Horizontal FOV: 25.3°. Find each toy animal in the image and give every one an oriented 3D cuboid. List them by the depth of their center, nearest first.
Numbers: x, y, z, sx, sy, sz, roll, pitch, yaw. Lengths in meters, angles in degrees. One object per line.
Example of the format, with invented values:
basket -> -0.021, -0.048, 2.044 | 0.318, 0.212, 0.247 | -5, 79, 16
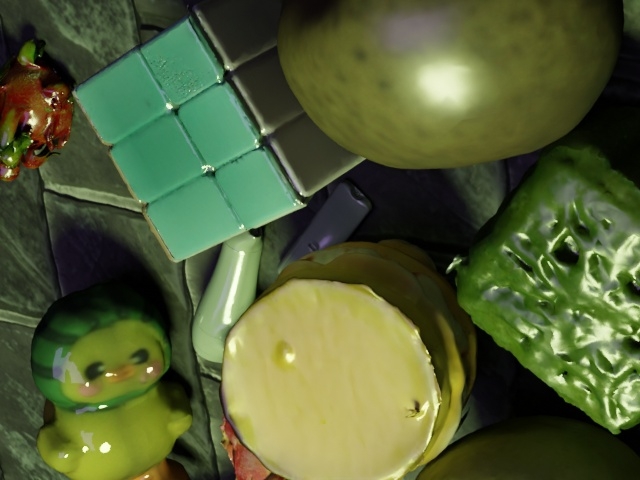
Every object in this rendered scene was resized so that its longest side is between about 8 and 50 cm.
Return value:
toy animal -> -0.292, 0.212, 1.934 | 0.191, 0.216, 0.338 | 34, 136, 56

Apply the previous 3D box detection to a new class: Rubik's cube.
Rubik's cube -> -0.083, -0.143, 1.522 | 0.231, 0.221, 0.225 | -23, 100, 45

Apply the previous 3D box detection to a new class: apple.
apple -> 0.234, 0.311, 1.529 | 0.258, 0.233, 0.295 | 3, 140, 39

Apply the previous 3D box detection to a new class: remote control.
remote control -> 0.000, 0.000, 1.680 | 0.050, 0.027, 0.184 | 45, 134, 8

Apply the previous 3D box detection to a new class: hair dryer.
hair dryer -> -0.084, 0.107, 1.717 | 0.237, 0.075, 0.206 | -117, 35, -46

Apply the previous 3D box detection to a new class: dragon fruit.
dragon fruit -> -0.057, 0.219, 1.765 | 0.126, 0.161, 0.274 | 47, 137, 3
dragon fruit -> -0.380, -0.155, 1.849 | 0.142, 0.175, 0.138 | 40, 155, -31

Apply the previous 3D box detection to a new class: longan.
longan -> 0.111, -0.203, 1.300 | 0.350, 0.288, 0.288 | -18, 104, 49

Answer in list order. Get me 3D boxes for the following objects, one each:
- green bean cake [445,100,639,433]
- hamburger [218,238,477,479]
green bean cake -> 0.283, 0.026, 1.377 | 0.247, 0.156, 0.250 | 42, 134, 9
hamburger -> 0.051, 0.127, 1.568 | 0.276, 0.237, 0.276 | 7, 107, 24
